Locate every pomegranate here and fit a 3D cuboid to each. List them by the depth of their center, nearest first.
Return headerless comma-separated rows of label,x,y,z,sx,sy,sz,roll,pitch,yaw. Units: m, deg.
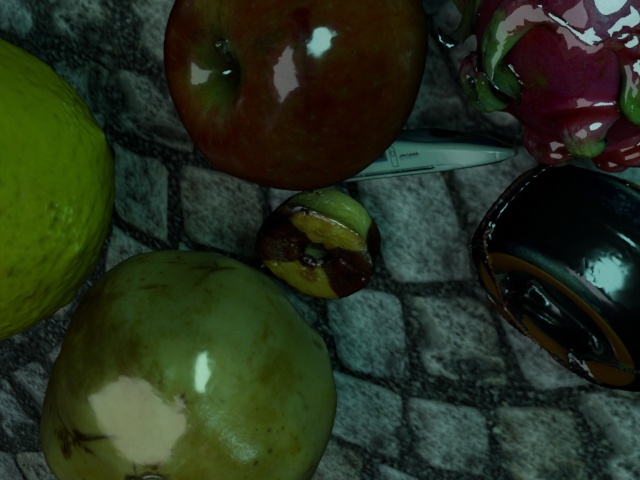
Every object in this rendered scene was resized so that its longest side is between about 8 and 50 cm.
pomegranate,-0.146,0.173,1.044,0.333,0.332,0.332,16,125,24

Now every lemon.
lemon,-0.397,-0.054,1.037,0.350,0.387,0.349,-15,64,32

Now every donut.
donut,0.000,0.000,0.980,0.141,0.059,0.140,18,141,15

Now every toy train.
toy train,0.070,-0.088,0.906,0.252,0.055,0.048,-4,106,34

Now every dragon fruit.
dragon fruit,0.205,-0.187,0.683,0.218,0.198,0.272,23,103,33

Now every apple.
apple,-0.016,-0.156,0.820,0.230,0.230,0.229,16,125,24

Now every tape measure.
tape measure,0.233,0.039,0.791,0.223,0.135,0.202,40,166,3
